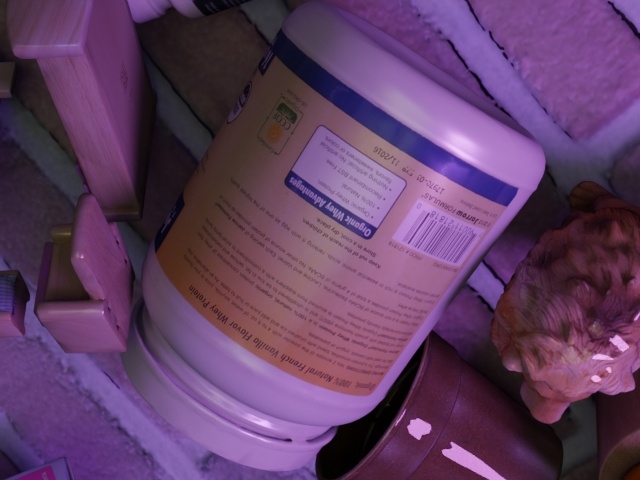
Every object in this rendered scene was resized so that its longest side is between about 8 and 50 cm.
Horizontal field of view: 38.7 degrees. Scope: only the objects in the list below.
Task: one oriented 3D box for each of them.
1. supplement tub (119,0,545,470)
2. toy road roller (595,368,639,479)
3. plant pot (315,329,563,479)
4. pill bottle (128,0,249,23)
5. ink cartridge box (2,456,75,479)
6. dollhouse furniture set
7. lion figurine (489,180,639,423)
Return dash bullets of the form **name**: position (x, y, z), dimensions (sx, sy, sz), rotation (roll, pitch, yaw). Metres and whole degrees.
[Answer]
- **supplement tub**: position (0.000, 0.000, 0.721), dimensions (0.228, 0.228, 0.316), rotation (33, 105, -3)
- **toy road roller**: position (0.281, 0.279, 0.783), dimensions (0.241, 0.202, 0.329), rotation (-24, 102, 23)
- **plant pot**: position (0.110, 0.177, 0.798), dimensions (0.165, 0.167, 0.167), rotation (32, 106, -10)
- **pill bottle**: position (-0.083, -0.236, 0.738), dimensions (0.169, 0.094, 0.094), rotation (-17, 102, 11)
- **ink cartridge box**: position (-0.358, 0.334, 0.839), dimensions (0.311, 0.065, 0.185), rotation (-18, 128, -15)
- **dollhouse furniture set**: position (-0.298, -0.081, 0.675), dimensions (0.303, 0.286, 0.198), rotation (-2, 146, 2)
- **lion figurine**: position (0.319, 0.024, 0.685), dimensions (0.392, 0.240, 0.142), rotation (-11, 103, 8)
